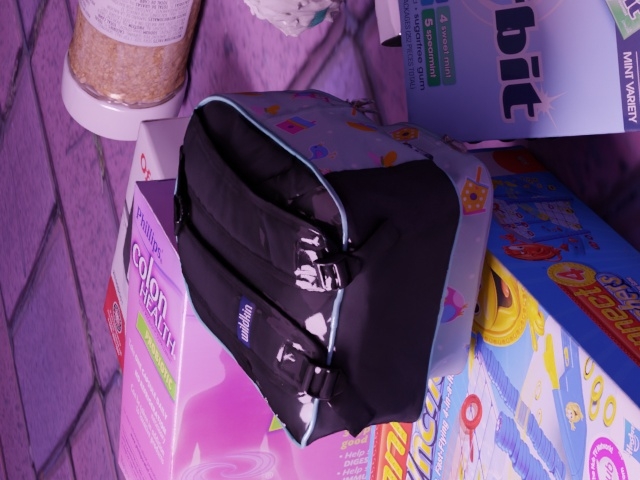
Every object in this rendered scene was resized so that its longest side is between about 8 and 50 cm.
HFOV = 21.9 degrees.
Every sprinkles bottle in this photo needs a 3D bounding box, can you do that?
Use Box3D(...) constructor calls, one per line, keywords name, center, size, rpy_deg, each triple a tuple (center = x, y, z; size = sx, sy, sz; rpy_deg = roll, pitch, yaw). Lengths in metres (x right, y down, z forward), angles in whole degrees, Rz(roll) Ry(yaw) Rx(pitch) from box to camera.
Box3D(name="sprinkles bottle", center=(-0.160, -0.250, 1.515), size=(0.355, 0.121, 0.121), rpy_deg=(109, 146, -48))

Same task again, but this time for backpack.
Box3D(name="backpack", center=(0.000, 0.000, 0.921), size=(0.188, 0.144, 0.166), rpy_deg=(34, 129, 44))

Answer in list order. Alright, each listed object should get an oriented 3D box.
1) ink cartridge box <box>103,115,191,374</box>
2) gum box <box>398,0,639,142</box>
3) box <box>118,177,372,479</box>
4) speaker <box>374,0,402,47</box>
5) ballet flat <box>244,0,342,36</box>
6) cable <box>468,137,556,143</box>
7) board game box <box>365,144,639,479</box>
Box3D(name="ink cartridge box", center=(-0.102, 0.046, 1.474), size=(0.273, 0.114, 0.197), rpy_deg=(110, 146, -47))
Box3D(name="gum box", center=(0.118, -0.134, 0.894), size=(0.184, 0.041, 0.157), rpy_deg=(-1, 96, 50))
Box3D(name="box", center=(-0.017, 0.079, 1.137), size=(0.117, 0.213, 0.243), rpy_deg=(-126, 36, -51))
Box3D(name="speaker", center=(0.056, -0.196, 1.085), size=(0.055, 0.055, 0.136), rpy_deg=(164, 98, -68))
Box3D(name="ballet flat", center=(-0.074, -0.330, 1.270), size=(0.147, 0.147, 0.409), rpy_deg=(123, 133, -58))
Box3D(name="cable", center=(0.105, -0.150, 0.987), size=(0.150, 0.047, 0.184), rpy_deg=(179, 85, -68))
Box3D(name="board game box", center=(0.129, 0.146, 0.958), size=(0.302, 0.086, 0.308), rpy_deg=(-129, 38, -55))
